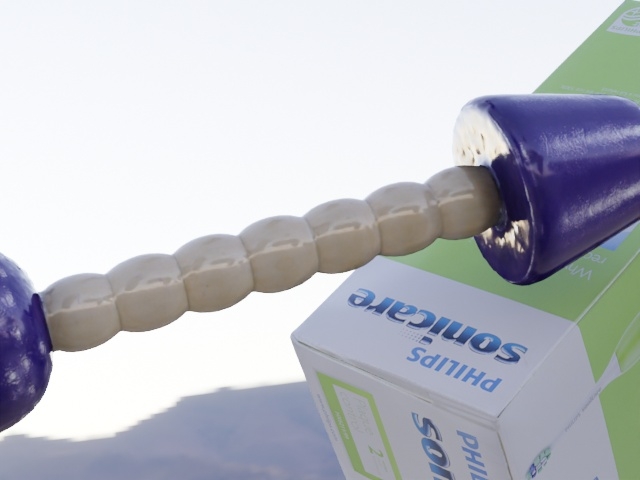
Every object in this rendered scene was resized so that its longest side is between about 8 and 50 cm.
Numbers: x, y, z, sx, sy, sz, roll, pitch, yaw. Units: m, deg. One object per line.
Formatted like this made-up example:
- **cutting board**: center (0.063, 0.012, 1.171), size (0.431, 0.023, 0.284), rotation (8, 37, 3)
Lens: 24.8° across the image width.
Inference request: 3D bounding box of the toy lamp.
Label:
- **toy lamp**: center (0.000, 0.000, 0.551), size (0.275, 0.080, 0.080), rotation (-14, -9, -13)

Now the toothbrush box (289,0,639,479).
- **toothbrush box**: center (0.142, 0.046, 0.721), size (0.122, 0.206, 0.283), rotation (18, 51, 39)
